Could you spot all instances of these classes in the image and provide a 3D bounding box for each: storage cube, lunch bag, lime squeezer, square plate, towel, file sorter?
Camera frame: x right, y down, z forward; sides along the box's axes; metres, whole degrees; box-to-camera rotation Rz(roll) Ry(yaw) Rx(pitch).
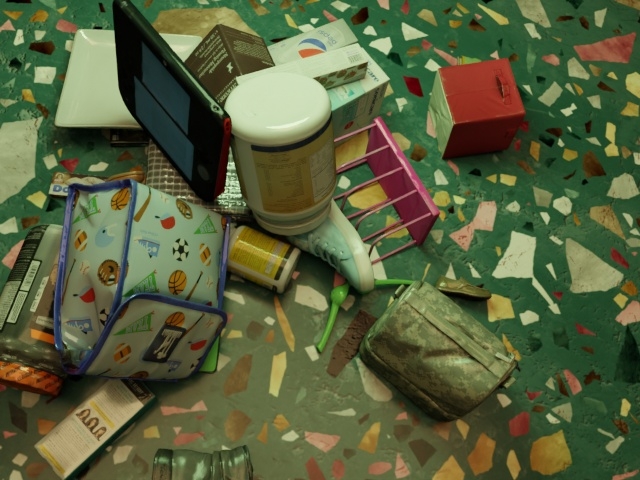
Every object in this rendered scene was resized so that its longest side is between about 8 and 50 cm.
[{"bbox_3d":[0.416,-0.353,1.711,0.193,0.215,0.184,-9,69,-3],"label":"storage cube"},{"bbox_3d":[-0.365,0.099,1.329,0.238,0.327,0.386,-2,76,31],"label":"lunch bag"},{"bbox_3d":[0.096,0.141,1.545,0.310,0.059,0.110,-32,74,-19],"label":"lime squeezer"},{"bbox_3d":[-0.499,-0.421,1.682,0.346,0.049,0.344,2,60,-6],"label":"square plate"},{"bbox_3d":[-0.297,-0.158,1.588,0.283,0.121,0.235,1,68,-6],"label":"towel"},{"bbox_3d":[0.129,-0.113,1.579,0.182,0.202,0.291,-25,72,-13],"label":"file sorter"},{"bbox_3d":[0.266,0.243,1.413,0.305,0.256,0.212,40,69,10],"label":"lunch bag"}]

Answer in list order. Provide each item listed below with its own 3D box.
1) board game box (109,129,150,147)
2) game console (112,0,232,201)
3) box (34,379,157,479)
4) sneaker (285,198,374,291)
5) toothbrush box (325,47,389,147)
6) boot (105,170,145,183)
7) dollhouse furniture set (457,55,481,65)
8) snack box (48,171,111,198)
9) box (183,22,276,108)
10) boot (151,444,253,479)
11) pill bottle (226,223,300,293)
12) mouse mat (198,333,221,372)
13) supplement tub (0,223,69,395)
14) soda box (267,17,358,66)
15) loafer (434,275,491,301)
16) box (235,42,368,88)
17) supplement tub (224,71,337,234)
[{"bbox_3d":[-0.496,-0.337,1.690,0.126,0.026,0.186,-2,67,-8],"label":"board game box"},{"bbox_3d":[-0.334,-0.293,1.394,0.060,0.342,0.387,-36,77,-23],"label":"game console"},{"bbox_3d":[-0.482,0.394,1.365,0.100,0.060,0.244,44,69,11],"label":"box"},{"bbox_3d":[0.000,0.000,1.546,0.150,0.135,0.366,-25,54,-11],"label":"sneaker"},{"bbox_3d":[0.015,-0.338,1.650,0.295,0.216,0.126,-33,74,-19],"label":"toothbrush box"},{"bbox_3d":[-0.489,-0.072,1.536,0.197,0.073,0.153,-27,81,13],"label":"boot"},{"bbox_3d":[0.448,-0.494,1.851,0.076,0.059,0.152,4,67,-6],"label":"dollhouse furniture set"},{"bbox_3d":[-0.589,-0.134,1.596,0.178,0.022,0.064,5,68,-5],"label":"snack box"},{"bbox_3d":[-0.221,-0.420,1.645,0.167,0.168,0.203,0,61,-51],"label":"box"},{"bbox_3d":[-0.240,0.594,1.287,0.222,0.118,0.339,5,71,-11],"label":"boot"},{"bbox_3d":[-0.164,0.036,1.522,0.208,0.119,0.119,24,67,3],"label":"pill bottle"},{"bbox_3d":[-0.331,0.232,1.482,0.189,0.007,0.153,5,66,-5],"label":"mouse mat"},{"bbox_3d":[-0.593,0.153,1.375,0.207,0.207,0.338,13,67,-1],"label":"supplement tub"},{"bbox_3d":[-0.040,-0.522,1.785,0.286,0.098,0.091,-26,73,-17],"label":"soda box"},{"bbox_3d":[0.360,0.119,1.585,0.147,0.056,0.050,10,73,-3],"label":"loafer"},{"bbox_3d":[-0.042,-0.392,1.514,0.323,0.063,0.067,-21,68,-15],"label":"box"},{"bbox_3d":[-0.080,-0.187,1.408,0.228,0.316,0.228,-3,48,3],"label":"supplement tub"}]
